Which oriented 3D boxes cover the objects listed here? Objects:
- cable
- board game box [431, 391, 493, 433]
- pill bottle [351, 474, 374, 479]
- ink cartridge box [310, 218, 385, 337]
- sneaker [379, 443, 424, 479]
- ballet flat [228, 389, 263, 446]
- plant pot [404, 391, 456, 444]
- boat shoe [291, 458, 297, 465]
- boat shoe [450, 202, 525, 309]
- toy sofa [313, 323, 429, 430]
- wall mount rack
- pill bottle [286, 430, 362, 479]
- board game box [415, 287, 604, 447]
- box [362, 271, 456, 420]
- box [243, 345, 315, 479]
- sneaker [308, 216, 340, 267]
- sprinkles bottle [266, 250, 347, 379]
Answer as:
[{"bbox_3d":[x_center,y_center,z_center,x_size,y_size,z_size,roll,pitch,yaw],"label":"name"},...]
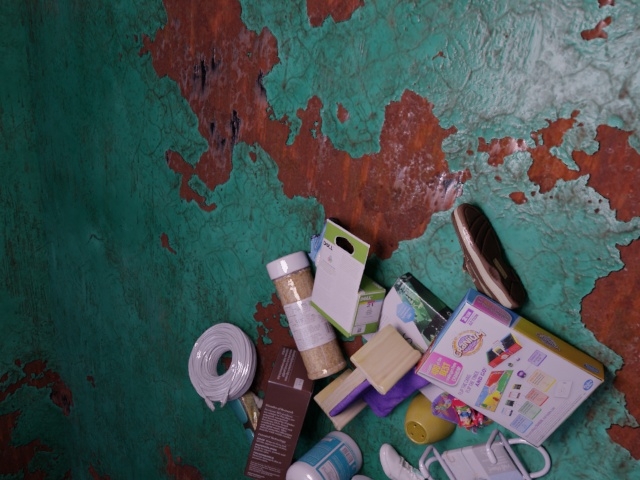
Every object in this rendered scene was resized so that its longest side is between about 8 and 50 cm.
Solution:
[{"bbox_3d":[-0.327,0.412,1.913,0.257,0.089,0.257,34,89,38],"label":"cable"},{"bbox_3d":[0.356,0.420,1.377,0.169,0.033,0.133,22,128,-10],"label":"board game box"},{"bbox_3d":[0.094,0.859,1.713,0.152,0.152,0.271,26,96,31],"label":"pill bottle"},{"bbox_3d":[0.080,0.093,1.476,0.189,0.097,0.255,35,121,48],"label":"ink cartridge box"},{"bbox_3d":[0.251,0.663,1.612,0.094,0.080,0.212,-28,95,32],"label":"sneaker"},{"bbox_3d":[-0.223,0.619,1.968,0.123,0.123,0.348,-34,80,43],"label":"ballet flat"},{"bbox_3d":[0.274,0.479,1.492,0.134,0.095,0.134,16,116,36],"label":"plant pot"},{"bbox_3d":[-0.065,0.780,1.938,0.142,0.049,0.040,-4,103,44],"label":"boat shoe"},{"bbox_3d":[0.347,0.045,1.261,0.095,0.095,0.257,-29,87,50],"label":"boat shoe"},{"bbox_3d":[0.131,0.387,1.484,0.177,0.150,0.362,48,146,14],"label":"toy sofa"},{"bbox_3d":[0.411,0.629,1.394,0.350,0.130,0.304,-32,91,37],"label":"wall mount rack"},{"bbox_3d":[-0.003,0.699,1.702,0.146,0.264,0.146,17,117,36],"label":"pill bottle"},{"bbox_3d":[0.406,0.282,1.252,0.317,0.064,0.242,31,122,8],"label":"board game box"},{"bbox_3d":[0.275,0.267,1.433,0.322,0.059,0.232,41,129,19],"label":"box"},{"bbox_3d":[-0.117,0.538,1.737,0.143,0.191,0.381,17,113,1],"label":"box"},{"bbox_3d":[0.000,0.000,1.563,0.073,0.063,0.162,41,129,26],"label":"sneaker"},{"bbox_3d":[-0.039,0.211,1.621,0.121,0.121,0.355,-24,86,44],"label":"sprinkles bottle"}]
